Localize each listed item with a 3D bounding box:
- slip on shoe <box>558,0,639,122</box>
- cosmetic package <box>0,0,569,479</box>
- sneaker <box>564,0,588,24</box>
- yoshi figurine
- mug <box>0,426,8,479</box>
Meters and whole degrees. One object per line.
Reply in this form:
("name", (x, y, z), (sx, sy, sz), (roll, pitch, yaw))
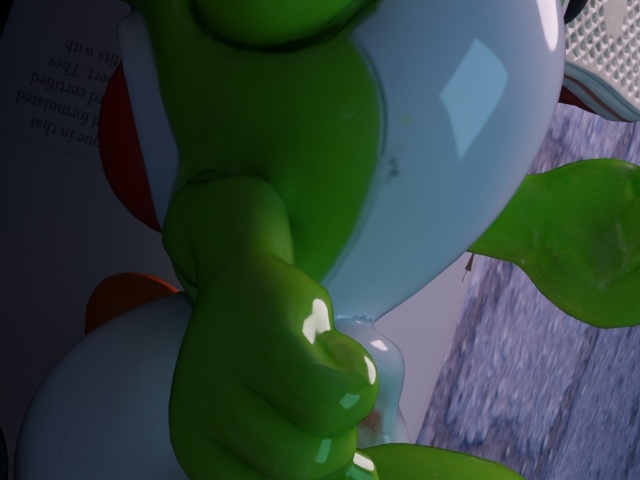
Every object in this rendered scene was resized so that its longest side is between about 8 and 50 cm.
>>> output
("slip on shoe", (0.102, -0.151, 0.928), (0.331, 0.101, 0.123), (28, 77, -55))
("cosmetic package", (-0.043, 0.026, 0.642), (0.197, 0.155, 0.365), (14, 93, -72))
("sneaker", (0.094, -0.242, 0.767), (0.145, 0.090, 0.270), (-52, 132, -44))
("yoshi figurine", (0.026, 0.008, 0.439), (0.203, 0.204, 0.362), (-139, -117, -77))
("mug", (-0.138, 0.071, 0.457), (0.158, 0.097, 0.129), (-50, 175, -33))
